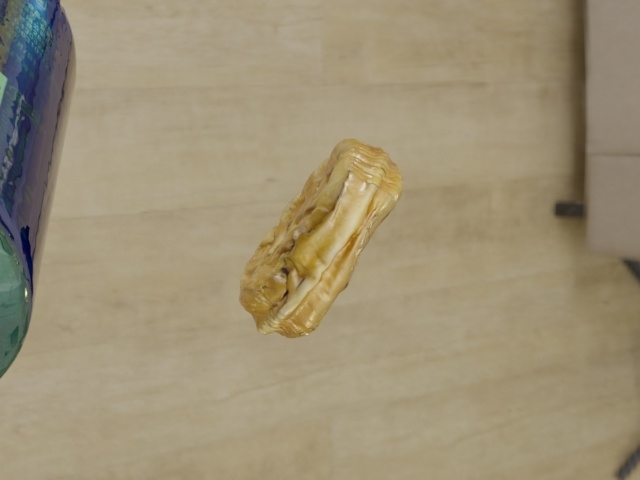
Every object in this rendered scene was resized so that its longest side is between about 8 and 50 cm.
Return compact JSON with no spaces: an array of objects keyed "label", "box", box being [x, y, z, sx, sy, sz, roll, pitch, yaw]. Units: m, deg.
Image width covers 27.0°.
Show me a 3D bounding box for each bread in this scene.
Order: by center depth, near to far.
[{"label":"bread","box":[0.000,0.000,0.667,0.044,0.083,0.111,35,103,-7]}]

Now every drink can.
[{"label":"drink can","box":[-0.150,-0.034,0.478,0.118,0.118,0.205,52,19,-30]}]
